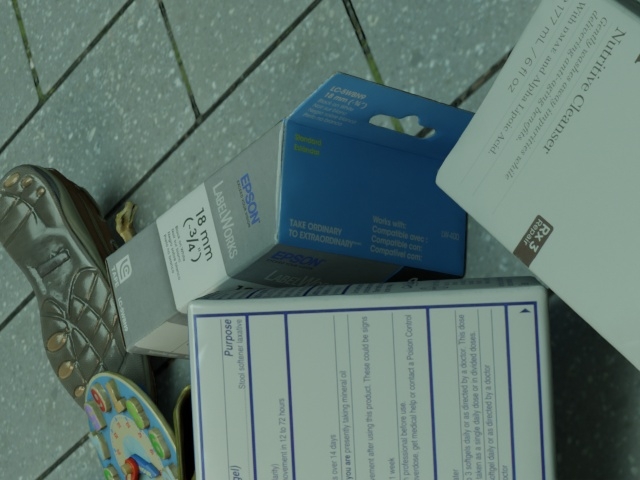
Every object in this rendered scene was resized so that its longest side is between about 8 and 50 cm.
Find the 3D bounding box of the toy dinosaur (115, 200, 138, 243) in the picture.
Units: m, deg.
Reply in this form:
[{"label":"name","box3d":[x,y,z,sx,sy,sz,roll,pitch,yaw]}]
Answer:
[{"label":"toy dinosaur","box3d":[-0.192,0.050,1.756,0.053,0.092,0.183,-33,59,39]}]

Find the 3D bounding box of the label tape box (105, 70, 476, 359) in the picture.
[{"label":"label tape box","box3d":[0.000,0.000,1.450,0.333,0.240,0.106,-36,57,37]}]

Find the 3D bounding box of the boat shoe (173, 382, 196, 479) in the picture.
[{"label":"boat shoe","box3d":[-0.091,0.254,1.516,0.111,0.104,0.307,-39,31,9]}]

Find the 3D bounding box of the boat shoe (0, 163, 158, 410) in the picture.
[{"label":"boat shoe","box3d":[-0.258,0.058,1.815,0.123,0.116,0.324,-26,82,24]}]

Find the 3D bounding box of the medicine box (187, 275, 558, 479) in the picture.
[{"label":"medicine box","box3d":[0.046,0.168,1.297,0.289,0.149,0.263,-2,92,6]}]

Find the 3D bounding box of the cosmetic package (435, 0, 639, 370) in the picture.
[{"label":"cosmetic package","box3d":[0.290,-0.019,1.207,0.385,0.156,0.217,45,113,43]}]

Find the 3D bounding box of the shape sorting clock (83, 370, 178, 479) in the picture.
[{"label":"shape sorting clock","box3d":[-0.194,0.235,1.693,0.206,0.040,0.206,33,139,35]}]
